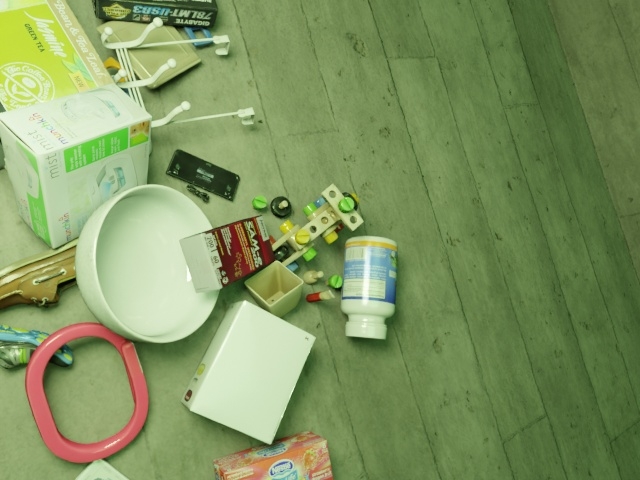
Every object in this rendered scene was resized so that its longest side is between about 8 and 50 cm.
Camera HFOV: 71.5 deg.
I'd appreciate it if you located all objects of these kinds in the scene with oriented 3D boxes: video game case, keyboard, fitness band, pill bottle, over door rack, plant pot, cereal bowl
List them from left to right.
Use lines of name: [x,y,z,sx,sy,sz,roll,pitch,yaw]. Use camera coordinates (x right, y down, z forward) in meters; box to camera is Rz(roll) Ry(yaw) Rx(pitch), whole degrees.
fitness band: [-0.481,0.314,0.928,0.209,0.054,0.290,-18,103,-33]
video game case: [-0.464,0.563,0.935,0.157,0.019,0.143,46,65,-11]
cereal bowl: [-0.382,0.055,0.973,0.339,0.141,0.338,29,56,-55]
over door rack: [-0.327,-0.403,1.078,0.325,0.108,0.239,-15,82,-34]
keyboard: [-0.307,-0.157,1.156,0.180,0.023,0.108,22,64,-20]
plant pot: [-0.114,0.138,1.136,0.109,0.096,0.109,-34,50,-28]
pill bottle: [0.135,0.134,1.239,0.153,0.152,0.271,11,76,-24]

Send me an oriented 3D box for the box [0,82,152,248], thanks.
box: [-0.482,-0.151,0.896,0.127,0.262,0.231,40,46,10]

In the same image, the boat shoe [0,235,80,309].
boat shoe: [-0.583,0.088,0.921,0.307,0.111,0.104,-36,95,-27]

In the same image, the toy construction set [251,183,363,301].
toy construction set: [0.000,0.000,1.152,0.258,0.237,0.308,-12,85,-27]

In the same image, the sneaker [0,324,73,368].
sneaker: [-0.611,0.228,0.915,0.188,0.067,0.078,20,93,-23]

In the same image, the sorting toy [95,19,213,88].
sorting toy: [-0.436,-0.492,1.138,0.196,0.047,0.347,47,56,-9]

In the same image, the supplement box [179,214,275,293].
supplement box: [-0.212,0.026,1.063,0.239,0.073,0.130,-29,105,-61]

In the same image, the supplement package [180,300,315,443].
supplement package: [-0.171,0.306,1.059,0.204,0.145,0.261,31,67,-17]

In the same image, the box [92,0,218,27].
box: [-0.444,-0.696,1.144,0.296,0.073,0.293,-11,73,-29]

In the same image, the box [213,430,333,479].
box: [-0.110,0.558,1.050,0.257,0.123,0.128,-5,81,-27]

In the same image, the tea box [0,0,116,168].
tea box: [-0.657,-0.361,0.914,0.324,0.220,0.328,-33,94,-29]

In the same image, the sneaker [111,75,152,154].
sneaker: [-0.460,-0.308,1.078,0.080,0.081,0.211,-24,90,-26]
